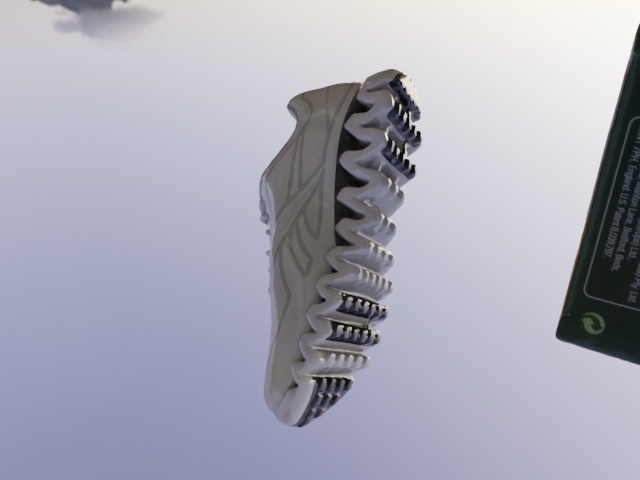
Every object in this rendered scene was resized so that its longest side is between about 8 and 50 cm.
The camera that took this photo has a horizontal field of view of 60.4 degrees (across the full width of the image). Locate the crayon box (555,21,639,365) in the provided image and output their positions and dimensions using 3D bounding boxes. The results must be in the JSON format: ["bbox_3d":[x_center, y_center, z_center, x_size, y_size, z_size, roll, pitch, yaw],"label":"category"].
[{"bbox_3d":[0.280,-0.047,0.451,0.083,0.202,0.323,16,-162,27],"label":"crayon box"}]

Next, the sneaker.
[{"bbox_3d":[0.000,0.000,0.454,0.119,0.291,0.110,7,165,27],"label":"sneaker"}]
